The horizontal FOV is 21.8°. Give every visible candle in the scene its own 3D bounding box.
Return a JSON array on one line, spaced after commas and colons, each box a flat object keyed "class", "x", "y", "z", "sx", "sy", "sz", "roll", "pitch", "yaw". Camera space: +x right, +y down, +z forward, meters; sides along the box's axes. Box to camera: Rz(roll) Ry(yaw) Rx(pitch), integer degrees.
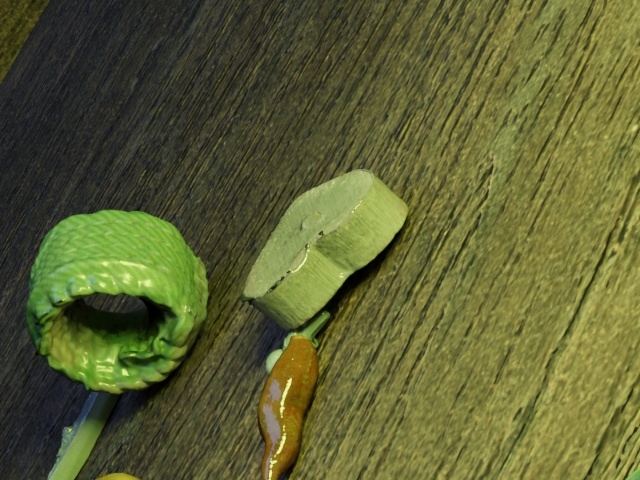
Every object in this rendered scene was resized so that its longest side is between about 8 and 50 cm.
[{"class": "candle", "x": 0.000, "y": 0.000, "z": 1.759, "sx": 0.192, "sy": 0.068, "sz": 0.168, "roll": -42, "pitch": 19, "yaw": 10}]

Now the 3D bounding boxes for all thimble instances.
[{"class": "thimble", "x": -0.244, "y": 0.076, "z": 2.013, "sx": 0.219, "sy": 0.219, "sz": 0.150, "roll": -45, "pitch": 29, "yaw": 28}]

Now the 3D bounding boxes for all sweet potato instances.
[{"class": "sweet potato", "x": -0.038, "y": 0.180, "z": 1.670, "sx": 0.056, "sy": 0.056, "sz": 0.195, "roll": -31, "pitch": 40, "yaw": 47}]

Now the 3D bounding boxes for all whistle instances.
[{"class": "whistle", "x": -0.025, "y": 0.112, "z": 1.743, "sx": 0.100, "sy": 0.035, "sz": 0.035, "roll": -50, "pitch": 25, "yaw": 16}]

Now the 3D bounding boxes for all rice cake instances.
[{"class": "rice cake", "x": -0.299, "y": 0.233, "z": 2.127, "sx": 0.180, "sy": 0.042, "sz": 0.030, "roll": -62, "pitch": 21, "yaw": -11}]

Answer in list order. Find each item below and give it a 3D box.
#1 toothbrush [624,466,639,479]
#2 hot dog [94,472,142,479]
[{"class": "toothbrush", "x": 0.282, "y": 0.117, "z": 1.152, "sx": 0.257, "sy": 0.018, "sz": 0.024, "roll": -47, "pitch": 23, "yaw": 25}, {"class": "hot dog", "x": -0.241, "y": 0.375, "z": 1.720, "sx": 0.153, "sy": 0.150, "sz": 0.257, "roll": -23, "pitch": 41, "yaw": 40}]
